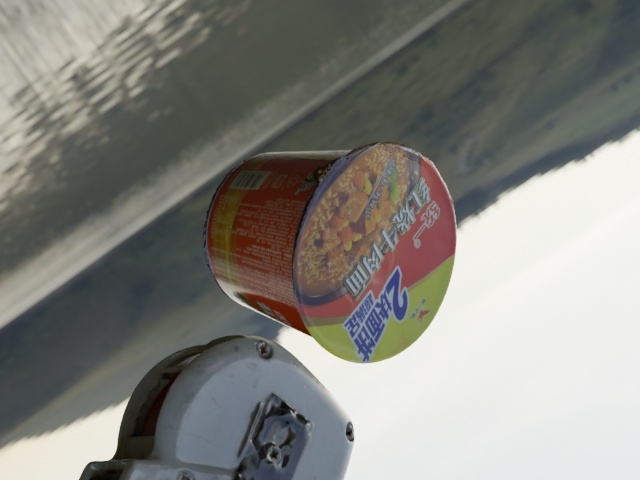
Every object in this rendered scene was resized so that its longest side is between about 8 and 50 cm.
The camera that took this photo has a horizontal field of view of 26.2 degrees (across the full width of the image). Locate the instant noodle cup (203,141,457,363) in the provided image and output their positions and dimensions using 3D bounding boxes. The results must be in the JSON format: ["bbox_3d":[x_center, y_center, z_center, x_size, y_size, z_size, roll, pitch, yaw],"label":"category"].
[{"bbox_3d":[0.000,0.000,1.336,0.213,0.213,0.174,-38,-149,-30],"label":"instant noodle cup"}]

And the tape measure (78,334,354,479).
[{"bbox_3d":[-0.097,0.234,1.472,0.130,0.258,0.265,-14,-133,53],"label":"tape measure"}]
